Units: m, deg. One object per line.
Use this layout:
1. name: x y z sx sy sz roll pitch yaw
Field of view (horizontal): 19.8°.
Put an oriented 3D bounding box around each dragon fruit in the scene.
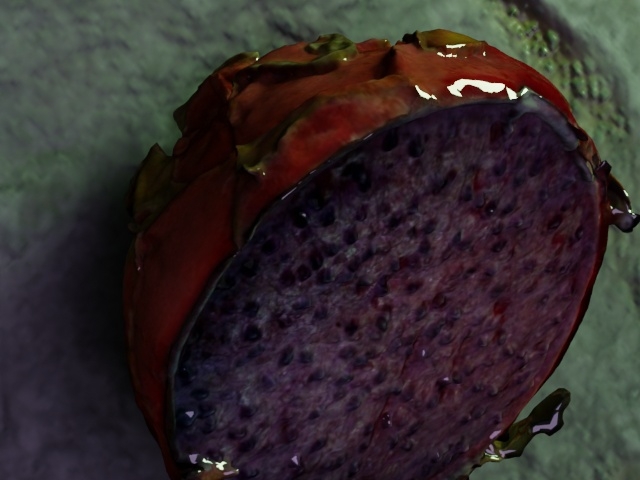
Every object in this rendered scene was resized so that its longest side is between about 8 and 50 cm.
1. dragon fruit: -0.002 -0.002 0.750 0.224 0.148 0.218 -13 130 -34
